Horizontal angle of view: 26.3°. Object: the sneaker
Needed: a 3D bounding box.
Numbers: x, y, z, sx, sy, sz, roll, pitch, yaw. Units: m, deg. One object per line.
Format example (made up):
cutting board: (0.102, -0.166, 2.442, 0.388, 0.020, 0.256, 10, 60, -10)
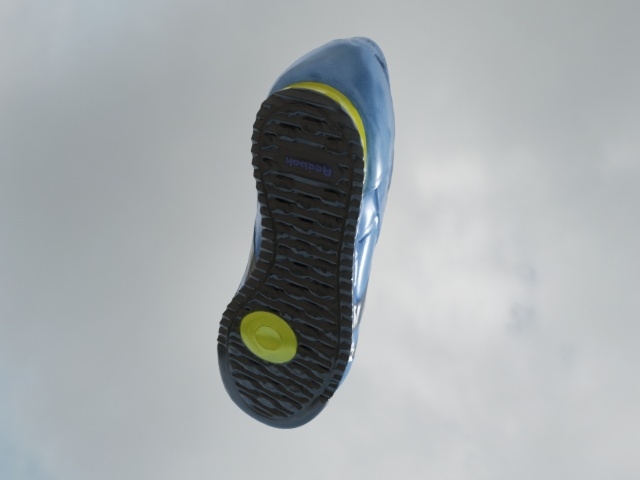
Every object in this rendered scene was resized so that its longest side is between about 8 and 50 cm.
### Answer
sneaker: (0.000, 0.000, 0.667, 0.069, 0.209, 0.082, 19, -145, 13)
